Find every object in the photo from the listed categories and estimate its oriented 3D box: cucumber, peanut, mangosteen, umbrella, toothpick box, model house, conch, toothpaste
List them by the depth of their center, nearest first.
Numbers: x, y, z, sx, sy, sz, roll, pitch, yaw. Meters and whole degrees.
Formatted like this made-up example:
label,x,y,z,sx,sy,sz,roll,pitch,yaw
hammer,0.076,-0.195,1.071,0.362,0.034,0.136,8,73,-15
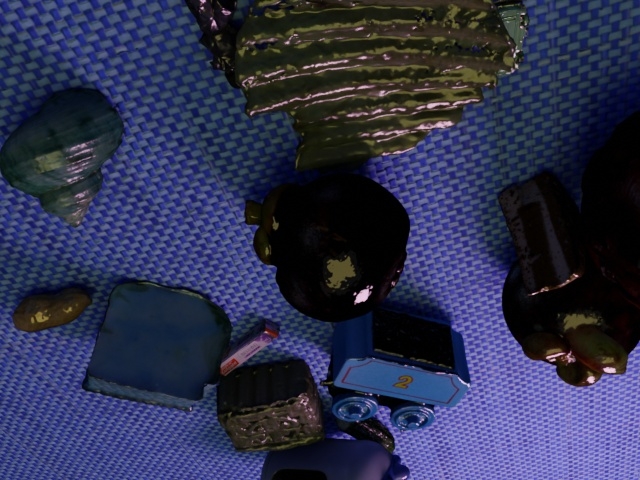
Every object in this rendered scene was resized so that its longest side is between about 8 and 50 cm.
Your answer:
label,x,y,z,sx,sy,sz,roll,pitch,yaw
umbrella,-0.147,-0.315,0.980,0.071,0.080,0.224,-40,140,-14
mangosteen,0.616,-0.063,1.094,0.380,0.421,0.381,29,142,26
conch,-0.415,-0.124,1.103,0.196,0.134,0.202,-2,135,0
mangosteen,0.000,0.000,1.191,0.302,0.275,0.275,24,135,11
mangosteen,0.486,0.134,1.317,0.287,0.288,0.288,-2,135,-2
peanut,-0.556,0.140,1.406,0.174,0.080,0.080,-16,134,8
model house,-0.351,0.247,1.460,0.261,0.226,0.241,17,146,-15
toothpaste,-0.170,0.247,1.562,0.047,0.040,0.196,33,126,-28
toothpick box,0.053,0.623,1.764,0.354,0.263,0.263,-10,139,35
cucumber,0.130,0.511,1.829,0.077,0.077,0.265,-30,132,25

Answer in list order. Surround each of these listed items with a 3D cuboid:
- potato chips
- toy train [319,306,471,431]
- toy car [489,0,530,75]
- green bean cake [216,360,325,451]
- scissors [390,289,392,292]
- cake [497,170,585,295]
label,x,y,z,sx,sy,sz,roll,pitch,yaw
potato chips,0.086,-0.254,1.020,0.389,0.097,0.373,-21,136,17
toy train,0.156,0.281,1.514,0.300,0.188,0.265,13,134,-12
toy car,0.280,-0.304,1.035,0.059,0.035,0.122,-7,144,4
green bean cake,-0.119,0.419,1.681,0.240,0.132,0.255,-11,135,2
scissors,0.124,0.119,1.468,0.039,0.012,0.113,28,128,-28
cake,0.414,0.009,1.213,0.112,0.246,0.135,-31,132,28
